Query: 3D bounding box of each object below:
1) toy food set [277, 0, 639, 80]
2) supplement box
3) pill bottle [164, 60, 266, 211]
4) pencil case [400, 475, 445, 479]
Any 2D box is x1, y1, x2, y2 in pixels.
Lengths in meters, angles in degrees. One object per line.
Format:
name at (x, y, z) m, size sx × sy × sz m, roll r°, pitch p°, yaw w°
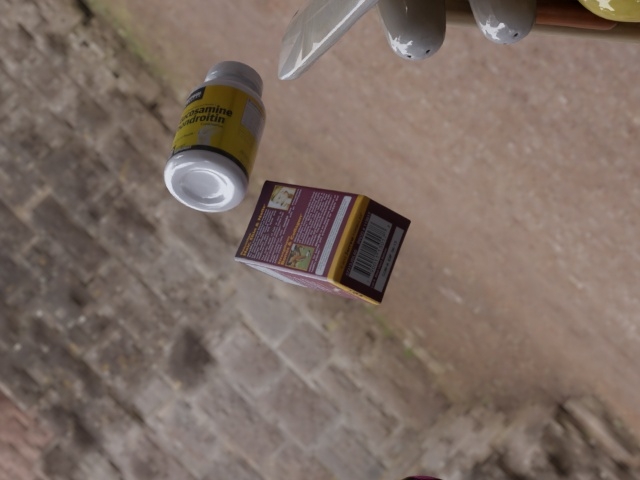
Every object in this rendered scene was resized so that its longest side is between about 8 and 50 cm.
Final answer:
toy food set at (0.159, -0.123, 0.671) m, size 0.219 × 0.306 × 0.092 m, roll -36°, pitch 58°, yaw 58°
supplement box at (0.000, 0.000, 1.548) m, size 0.080 × 0.104 × 0.188 m, roll 27°, pitch 170°, yaw -38°
pill bottle at (-0.123, -0.132, 1.663) m, size 0.103 × 0.184 × 0.103 m, roll 7°, pitch 140°, yaw 6°
pencil case at (0.080, 0.317, 1.430) m, size 0.098 × 0.095 × 0.209 m, roll 3°, pitch -168°, yaw 23°
